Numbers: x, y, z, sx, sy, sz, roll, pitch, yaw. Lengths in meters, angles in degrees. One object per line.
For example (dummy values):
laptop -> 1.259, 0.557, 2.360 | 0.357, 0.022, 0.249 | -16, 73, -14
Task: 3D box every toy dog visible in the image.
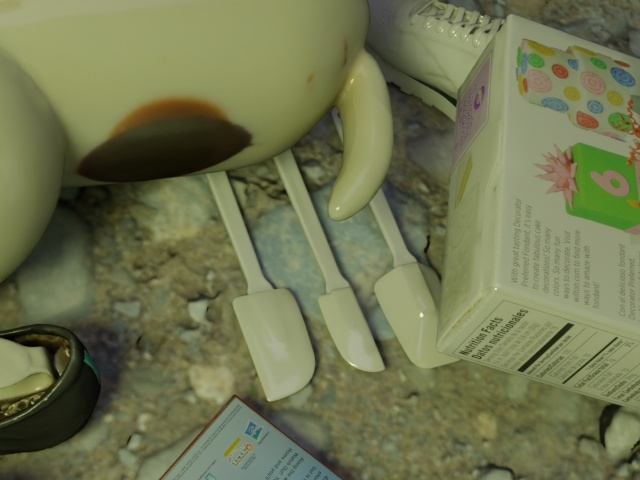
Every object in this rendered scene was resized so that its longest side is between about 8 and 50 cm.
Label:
toy dog -> -0.187, -0.107, 0.764 | 0.408, 0.284, 0.395 | -37, 92, -33

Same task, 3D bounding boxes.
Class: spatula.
spatula -> 0.000, 0.000, 0.879 | 0.168, 0.019, 0.242 | -12, 60, -18

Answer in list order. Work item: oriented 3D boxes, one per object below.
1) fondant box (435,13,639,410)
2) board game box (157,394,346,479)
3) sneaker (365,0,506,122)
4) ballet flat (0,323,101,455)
fondant box -> 0.257, 0.001, 0.818 | 0.330, 0.096, 0.238 | 18, 55, -12
board game box -> -0.081, 0.234, 0.684 | 0.145, 0.027, 0.281 | 36, 54, 10
sneaker -> 0.121, -0.162, 0.978 | 0.235, 0.095, 0.090 | 36, 55, 10
ballet flat -> -0.269, 0.093, 0.676 | 0.280, 0.096, 0.095 | -11, 62, -24
